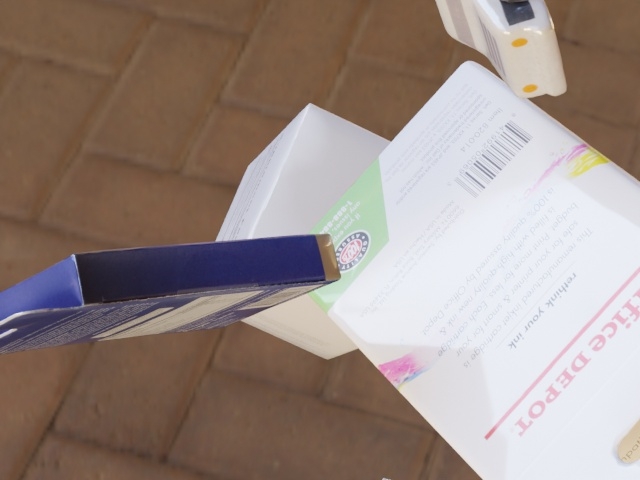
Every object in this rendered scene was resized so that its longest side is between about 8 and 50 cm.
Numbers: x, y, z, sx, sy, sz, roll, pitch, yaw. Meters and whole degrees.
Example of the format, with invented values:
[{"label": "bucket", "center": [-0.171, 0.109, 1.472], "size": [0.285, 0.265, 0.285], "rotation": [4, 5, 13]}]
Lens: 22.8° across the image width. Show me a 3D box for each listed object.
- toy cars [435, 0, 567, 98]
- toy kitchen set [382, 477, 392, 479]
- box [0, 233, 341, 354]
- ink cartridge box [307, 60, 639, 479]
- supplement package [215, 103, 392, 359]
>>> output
[{"label": "toy cars", "center": [0.059, -0.270, 0.983], "size": [0.087, 0.393, 0.176], "rotation": [-17, 12, 7]}, {"label": "toy kitchen set", "center": [0.049, 0.232, 1.221], "size": [0.068, 0.075, 0.083], "rotation": [12, 71, 38]}, {"label": "box", "center": [-0.116, 0.034, 0.959], "size": [0.225, 0.136, 0.036], "rotation": [-6, 79, -41]}, {"label": "ink cartridge box", "center": [0.156, 0.055, 1.043], "size": [0.207, 0.119, 0.353], "rotation": [-48, 44, 3]}, {"label": "supplement package", "center": [0.000, 0.000, 1.649], "size": [0.178, 0.293, 0.175], "rotation": [25, 76, -9]}]
